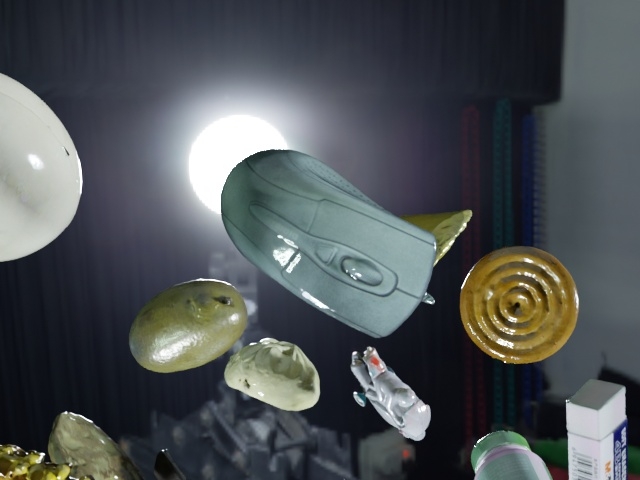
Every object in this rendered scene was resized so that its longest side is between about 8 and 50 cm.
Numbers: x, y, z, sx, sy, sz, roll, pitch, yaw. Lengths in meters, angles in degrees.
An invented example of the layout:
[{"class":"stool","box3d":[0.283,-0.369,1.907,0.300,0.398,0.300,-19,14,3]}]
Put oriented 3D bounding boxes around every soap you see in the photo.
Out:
[{"class":"soap","box3d":[0.154,0.054,2.078,0.427,0.115,0.306,-5,-136,53]}]

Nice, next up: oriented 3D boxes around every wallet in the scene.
[{"class":"wallet","box3d":[-0.303,0.512,1.886,0.018,0.082,0.156,-4,-148,-40]}]

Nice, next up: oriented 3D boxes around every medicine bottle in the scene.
[{"class":"medicine bottle","box3d":[0.333,0.438,1.495,0.133,0.133,0.274,-2,-153,-5]}]

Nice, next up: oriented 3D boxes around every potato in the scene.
[{"class":"potato","box3d":[-0.224,0.147,1.580,0.251,0.159,0.174,-31,-157,40]}]

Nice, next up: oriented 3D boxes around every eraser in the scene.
[{"class":"eraser","box3d":[0.573,0.445,1.866,0.086,0.287,0.130,8,-158,40]}]

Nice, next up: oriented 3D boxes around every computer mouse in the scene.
[{"class":"computer mouse","box3d":[0.000,0.000,1.307,0.371,0.188,0.122,30,-165,14]}]

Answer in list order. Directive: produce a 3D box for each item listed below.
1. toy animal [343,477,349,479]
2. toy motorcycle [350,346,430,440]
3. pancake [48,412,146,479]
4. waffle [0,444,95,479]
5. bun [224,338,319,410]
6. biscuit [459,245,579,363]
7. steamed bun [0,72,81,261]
[{"class":"toy animal","box3d":[0.070,0.540,1.643,0.108,0.220,0.062,3,-170,6]},{"class":"toy motorcycle","box3d":[0.173,0.365,2.111,0.110,0.260,0.171,-38,-173,-24]},{"class":"pancake","box3d":[-0.447,0.470,1.817,0.049,0.294,0.294,-38,-176,5]},{"class":"waffle","box3d":[-0.369,0.333,1.170,0.231,0.229,0.051,16,-127,15]},{"class":"bun","box3d":[-0.110,0.329,2.265,0.259,0.160,0.259,23,174,3]},{"class":"biscuit","box3d":[0.430,0.142,1.963,0.262,0.262,0.037,0,-178,15]},{"class":"steamed bun","box3d":[-0.617,-0.135,1.646,0.334,0.374,0.334,-21,-145,16]}]
